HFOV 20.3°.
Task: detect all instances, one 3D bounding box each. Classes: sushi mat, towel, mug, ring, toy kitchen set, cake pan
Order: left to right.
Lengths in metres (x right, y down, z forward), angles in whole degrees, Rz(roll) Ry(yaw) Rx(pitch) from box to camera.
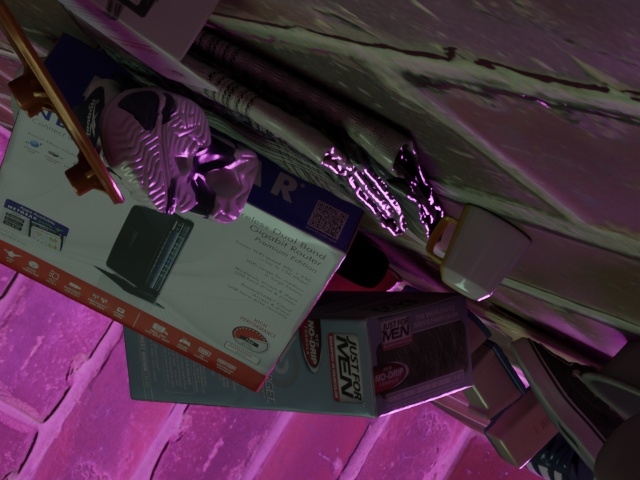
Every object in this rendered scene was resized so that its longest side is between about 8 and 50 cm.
[{"bbox_3d":[-0.240,-0.163,1.271,0.337,0.032,0.336,57,175,7],"label":"ring"},{"bbox_3d":[-0.049,-0.096,1.477,0.324,0.056,0.312,29,174,15],"label":"towel"},{"bbox_3d":[0.127,0.013,1.463,0.062,0.064,0.078,32,175,-16],"label":"mug"},{"bbox_3d":[0.195,0.147,2.200,0.207,0.122,0.166,56,164,-25],"label":"toy kitchen set"},{"bbox_3d":[0.326,0.159,1.926,0.316,0.019,0.151,27,172,33],"label":"sushi mat"},{"bbox_3d":[0.379,0.177,1.637,0.293,0.054,0.293,30,174,3],"label":"cake pan"}]

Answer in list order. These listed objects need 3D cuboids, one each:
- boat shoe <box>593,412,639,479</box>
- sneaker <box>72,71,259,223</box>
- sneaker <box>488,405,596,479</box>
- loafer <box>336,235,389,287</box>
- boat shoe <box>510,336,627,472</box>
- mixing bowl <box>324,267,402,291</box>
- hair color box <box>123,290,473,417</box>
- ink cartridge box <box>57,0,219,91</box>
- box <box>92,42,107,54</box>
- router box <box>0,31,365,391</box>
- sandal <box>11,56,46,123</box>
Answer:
[{"bbox_3d":[0.314,0.207,1.557,0.081,0.079,0.227,37,170,-13],"label":"boat shoe"},{"bbox_3d":[-0.160,-0.087,1.470,0.153,0.094,0.235,21,-176,22],"label":"sneaker"},{"bbox_3d":[0.302,0.259,2.342,0.148,0.131,0.350,27,175,-6],"label":"sneaker"},{"bbox_3d":[0.000,0.000,2.036,0.170,0.062,0.061,36,177,-34],"label":"loafer"},{"bbox_3d":[0.272,0.169,1.847,0.219,0.070,0.078,54,175,44],"label":"boat shoe"},{"bbox_3d":[0.000,0.046,2.231,0.181,0.098,0.181,31,174,4],"label":"mixing bowl"},{"bbox_3d":[-0.031,0.124,2.063,0.374,0.114,0.185,-1,-173,40],"label":"hair color box"},{"bbox_3d":[-0.139,-0.177,1.209,0.180,0.060,0.104,34,174,-29],"label":"ink cartridge box"},{"bbox_3d":[-0.164,-0.130,1.773,0.169,0.054,0.059,32,174,-13],"label":"box"},{"bbox_3d":[-0.155,-0.018,1.770,0.335,0.082,0.301,27,144,-3],"label":"router box"},{"bbox_3d":[-0.151,-0.073,1.918,0.416,0.169,0.102,29,-146,17],"label":"sandal"}]
